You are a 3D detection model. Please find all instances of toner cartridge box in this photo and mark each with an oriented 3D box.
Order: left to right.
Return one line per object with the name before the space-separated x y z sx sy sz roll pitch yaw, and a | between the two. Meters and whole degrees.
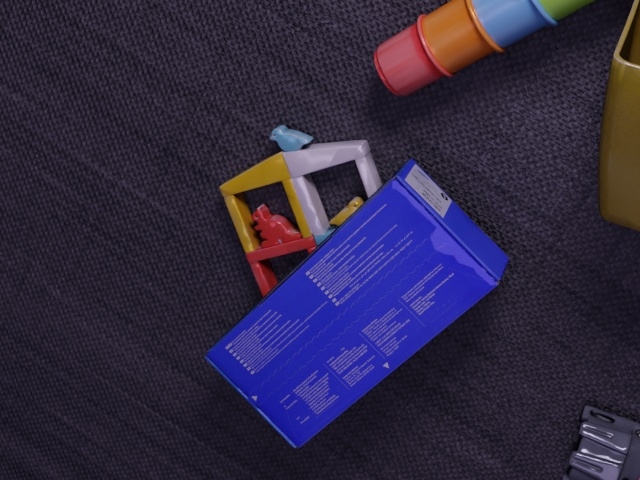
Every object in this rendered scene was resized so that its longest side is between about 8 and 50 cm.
toner cartridge box | 0.037 0.080 1.330 0.165 0.075 0.348 47 117 -2

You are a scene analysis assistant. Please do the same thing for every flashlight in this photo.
flashlight | 0.430 0.296 1.298 0.304 0.103 0.103 18 118 11

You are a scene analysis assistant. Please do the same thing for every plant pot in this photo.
plant pot | 0.377 -0.108 1.112 0.212 0.212 0.187 18 128 12

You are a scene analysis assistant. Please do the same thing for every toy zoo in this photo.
toy zoo | 0.000 0.000 1.371 0.192 0.030 0.293 -15 105 24

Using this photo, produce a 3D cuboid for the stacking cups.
stacking cups | 0.195 -0.246 1.171 0.316 0.096 0.096 -26 100 26
